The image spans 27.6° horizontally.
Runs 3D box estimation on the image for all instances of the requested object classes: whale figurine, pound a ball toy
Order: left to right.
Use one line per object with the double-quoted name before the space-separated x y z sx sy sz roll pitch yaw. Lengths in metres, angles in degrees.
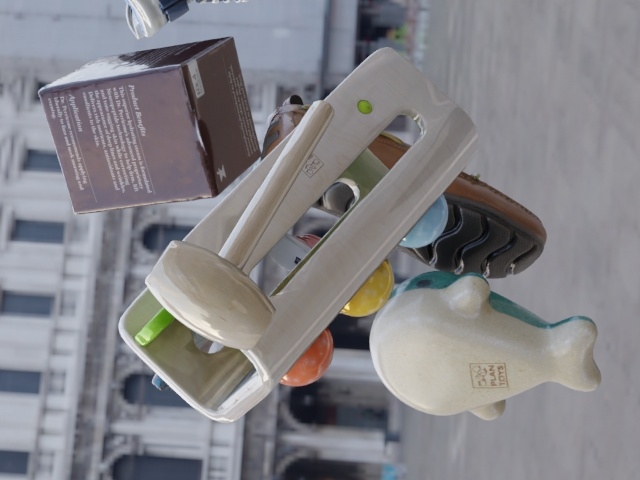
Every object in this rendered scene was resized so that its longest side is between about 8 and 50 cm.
"pound a ball toy" 0.000 0.000 0.901 0.319 0.136 0.208 -48 2 -34
"whale figurine" 0.198 0.115 1.552 0.141 0.272 0.216 -66 -31 -51

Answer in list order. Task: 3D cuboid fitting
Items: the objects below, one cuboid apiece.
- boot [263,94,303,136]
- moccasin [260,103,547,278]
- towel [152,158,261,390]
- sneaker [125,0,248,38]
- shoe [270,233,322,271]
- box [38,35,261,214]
"boot" -0.053 -0.157 1.988 0.114 0.037 0.106 -32 60 59
"moccasin" 0.107 -0.064 1.620 0.147 0.380 0.139 -81 12 -46
"towel" -0.138 0.041 1.976 0.370 0.040 0.271 -62 -5 6
"sneaker" -0.208 -0.416 2.121 0.236 0.323 0.130 -50 48 15
"shoe" 0.009 0.045 1.966 0.081 0.178 0.063 -6 -53 -52
"box" -0.209 -0.145 1.629 0.167 0.203 0.168 -50 -49 -62
